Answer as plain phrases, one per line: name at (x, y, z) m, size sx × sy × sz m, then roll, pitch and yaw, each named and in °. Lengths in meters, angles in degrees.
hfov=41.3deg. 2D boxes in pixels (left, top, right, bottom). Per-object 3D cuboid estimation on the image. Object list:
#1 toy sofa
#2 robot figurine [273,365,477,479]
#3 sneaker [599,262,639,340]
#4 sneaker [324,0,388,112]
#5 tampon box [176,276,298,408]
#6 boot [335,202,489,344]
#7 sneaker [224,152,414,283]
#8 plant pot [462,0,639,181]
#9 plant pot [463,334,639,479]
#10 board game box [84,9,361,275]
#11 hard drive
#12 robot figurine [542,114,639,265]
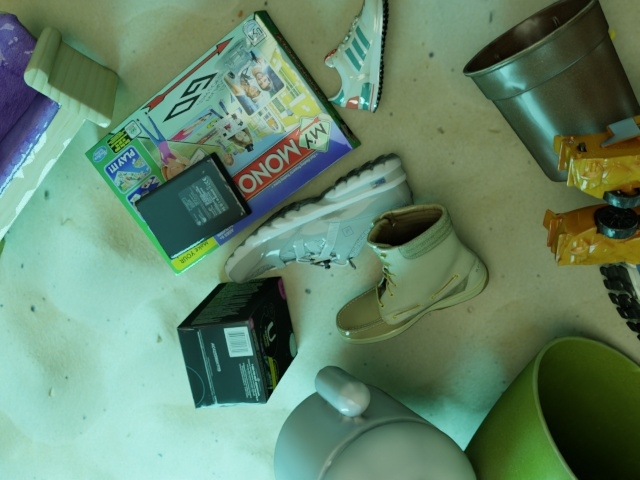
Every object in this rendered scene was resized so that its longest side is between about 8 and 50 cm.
toy sofa at (-0.436, -0.108, 1.127) m, size 0.177 × 0.150 × 0.362 m, roll 31°, pitch 114°, yaw -26°
robot figurine at (0.064, 0.296, 1.049) m, size 0.199 × 0.353 × 0.300 m, roll -26°, pitch 105°, yaw -15°
sneaker at (0.464, 0.095, 1.017) m, size 0.147 × 0.130 × 0.330 m, roll -38°, pitch 94°, yaw 4°
sneaker at (0.042, -0.239, 1.043) m, size 0.075 × 0.057 × 0.161 m, roll 5°, pitch 111°, yaw 7°
tampon box at (-0.106, 0.134, 1.140) m, size 0.101 × 0.161 × 0.121 m, roll -7°, pitch 106°, yaw 16°
boot at (0.088, 0.042, 1.065) m, size 0.213 × 0.077 × 0.165 m, roll -25°, pitch 138°, yaw 15°
sneaker at (0.000, 0.000, 1.102) m, size 0.281 × 0.105 × 0.115 m, roll -27°, pitch 98°, yaw 20°
plant pot at (0.275, -0.167, 0.958) m, size 0.167 × 0.167 × 0.165 m, roll -30°, pitch 105°, yaw 21°
plant pot at (0.283, 0.313, 1.065) m, size 0.274 × 0.275 × 0.293 m, roll 39°, pitch 128°, yaw 0°
board game box at (-0.135, -0.122, 1.132) m, size 0.317 × 0.046 × 0.213 m, roll -35°, pitch 95°, yaw 21°
hard drive at (-0.171, -0.044, 1.128) m, size 0.135 × 0.022 × 0.094 m, roll -29°, pitch 98°, yaw 21°
robot figurine at (0.391, -0.059, 0.897) m, size 0.290 × 0.085 × 0.211 m, roll -7°, pitch 129°, yaw -4°
